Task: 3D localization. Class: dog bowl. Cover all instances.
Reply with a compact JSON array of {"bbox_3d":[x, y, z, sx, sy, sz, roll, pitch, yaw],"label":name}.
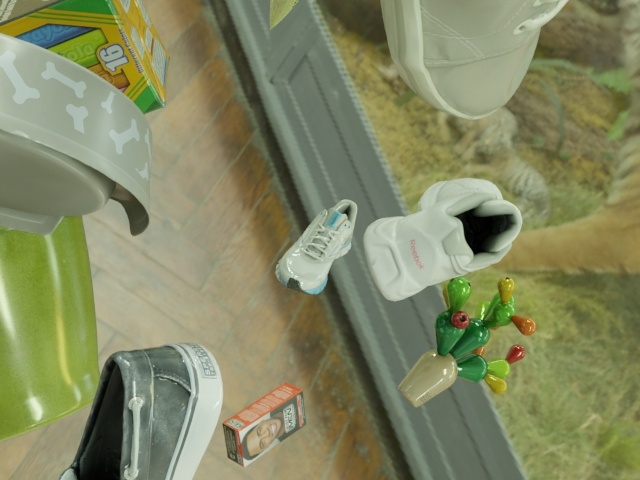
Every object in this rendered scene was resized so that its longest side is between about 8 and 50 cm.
[{"bbox_3d":[-0.337,-0.107,0.971,0.349,0.349,0.102,20,70,-22],"label":"dog bowl"}]

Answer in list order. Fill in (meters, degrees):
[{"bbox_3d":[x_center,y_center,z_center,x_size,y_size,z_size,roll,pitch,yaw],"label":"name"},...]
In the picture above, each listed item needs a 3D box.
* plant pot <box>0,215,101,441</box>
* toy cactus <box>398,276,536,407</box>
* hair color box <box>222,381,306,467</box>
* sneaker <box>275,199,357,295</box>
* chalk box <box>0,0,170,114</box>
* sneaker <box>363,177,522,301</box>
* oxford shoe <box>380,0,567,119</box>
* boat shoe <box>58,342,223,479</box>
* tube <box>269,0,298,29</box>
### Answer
[{"bbox_3d":[-0.490,0.109,1.395,0.366,0.366,0.353,-21,94,-44],"label":"plant pot"},{"bbox_3d":[0.177,0.137,1.123,0.180,0.219,0.112,-42,57,-7],"label":"toy cactus"},{"bbox_3d":[-0.087,0.292,1.479,0.043,0.072,0.141,18,34,41],"label":"hair color box"},{"bbox_3d":[0.000,0.000,1.238,0.071,0.083,0.191,27,35,5],"label":"sneaker"},{"bbox_3d":[-0.366,-0.232,1.214,0.180,0.289,0.179,-99,167,-56],"label":"chalk box"},{"bbox_3d":[0.138,-0.009,0.846,0.232,0.115,0.090,-33,105,-56],"label":"sneaker"},{"bbox_3d":[0.119,-0.192,0.558,0.130,0.449,0.169,23,75,18],"label":"oxford shoe"},{"bbox_3d":[-0.174,0.221,0.767,0.102,0.301,0.108,4,27,-42],"label":"boat shoe"},{"bbox_3d":[-0.026,-0.321,1.082,0.070,0.240,0.062,-21,88,-10],"label":"tube"}]
